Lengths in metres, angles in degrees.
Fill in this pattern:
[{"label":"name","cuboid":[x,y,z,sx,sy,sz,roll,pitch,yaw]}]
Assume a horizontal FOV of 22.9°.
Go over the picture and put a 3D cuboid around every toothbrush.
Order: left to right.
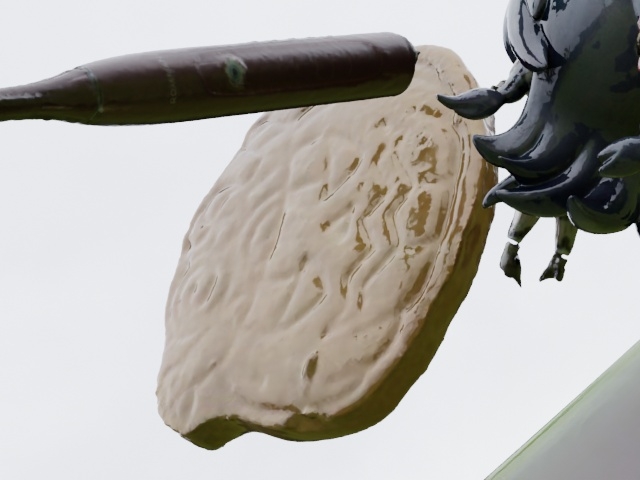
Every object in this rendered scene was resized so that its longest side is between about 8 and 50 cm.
[{"label":"toothbrush","cuboid":[-0.079,-0.082,0.832,0.364,0.041,0.041,-11,-27,-44]}]

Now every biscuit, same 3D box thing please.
[{"label":"biscuit","cuboid":[-0.002,-0.001,1.417,0.365,0.385,0.062,-14,-39,41]}]

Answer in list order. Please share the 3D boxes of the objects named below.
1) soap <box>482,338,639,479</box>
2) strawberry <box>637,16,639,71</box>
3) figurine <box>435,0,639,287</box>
[{"label":"soap","cuboid":[0.168,0.134,0.664,0.199,0.138,0.182,-40,-33,-9]},{"label":"strawberry","cuboid":[0.347,-0.138,0.929,0.292,0.292,0.310,25,-88,-58]},{"label":"figurine","cuboid":[0.219,-0.107,1.219,0.197,0.265,0.175,-13,-15,37]}]
